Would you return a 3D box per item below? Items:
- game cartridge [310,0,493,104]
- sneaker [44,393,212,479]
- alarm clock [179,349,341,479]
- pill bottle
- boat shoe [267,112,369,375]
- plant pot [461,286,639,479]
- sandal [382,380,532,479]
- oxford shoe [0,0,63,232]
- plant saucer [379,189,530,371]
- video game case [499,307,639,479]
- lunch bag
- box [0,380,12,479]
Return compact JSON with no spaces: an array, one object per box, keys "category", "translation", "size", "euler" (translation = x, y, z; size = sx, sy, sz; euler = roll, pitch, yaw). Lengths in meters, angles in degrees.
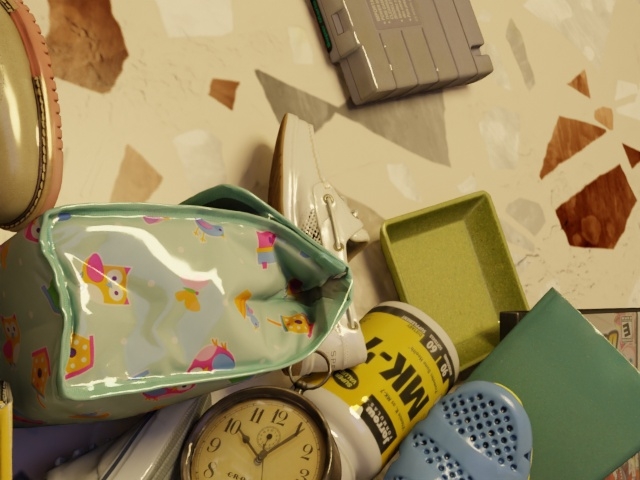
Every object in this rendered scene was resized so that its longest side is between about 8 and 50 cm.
[{"category":"game cartridge","translation":[0.070,-0.352,1.077],"size":[0.230,0.068,0.355],"euler":[-17,87,-34]},{"category":"sneaker","translation":[-0.174,0.195,0.708],"size":[0.258,0.091,0.094],"euler":[-49,147,-59]},{"category":"alarm clock","translation":[-0.039,0.176,0.733],"size":[0.192,0.129,0.064],"euler":[-63,154,-25]},{"category":"pill bottle","translation":[0.037,0.164,0.862],"size":[0.208,0.119,0.119],"euler":[-41,101,-36]},{"category":"boat shoe","translation":[0.000,0.000,0.869],"size":[0.096,0.098,0.277],"euler":[0,66,-9]},{"category":"plant pot","translation":[0.213,0.193,0.899],"size":[0.234,0.165,0.165],"euler":[-44,74,5]},{"category":"sandal","translation":[0.081,0.263,0.772],"size":[0.317,0.126,0.138],"euler":[-56,156,-6]},{"category":"oxford shoe","translation":[-0.330,-0.180,0.666],"size":[0.146,0.140,0.397],"euler":[-16,75,-59]},{"category":"plant saucer","translation":[0.154,0.051,1.026],"size":[0.188,0.045,0.189],"euler":[-17,88,-38]},{"category":"video game case","translation":[0.325,0.210,1.078],"size":[0.274,0.035,0.249],"euler":[2,87,-37]},{"category":"lunch bag","translation":[-0.131,0.055,0.705],"size":[0.262,0.223,0.160],"euler":[-5,80,-38]},{"category":"box","translation":[-0.347,0.223,0.504],"size":[0.321,0.079,0.257],"euler":[0,93,-19]}]
